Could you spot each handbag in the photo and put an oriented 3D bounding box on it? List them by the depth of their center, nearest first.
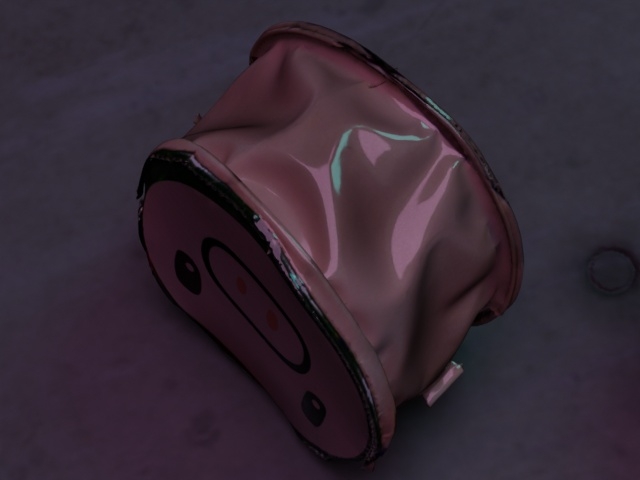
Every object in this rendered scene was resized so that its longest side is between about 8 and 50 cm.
[{"bbox_3d":[-0.001,0.001,0.907,0.116,0.179,0.205,-38,73,-23],"label":"handbag"}]
